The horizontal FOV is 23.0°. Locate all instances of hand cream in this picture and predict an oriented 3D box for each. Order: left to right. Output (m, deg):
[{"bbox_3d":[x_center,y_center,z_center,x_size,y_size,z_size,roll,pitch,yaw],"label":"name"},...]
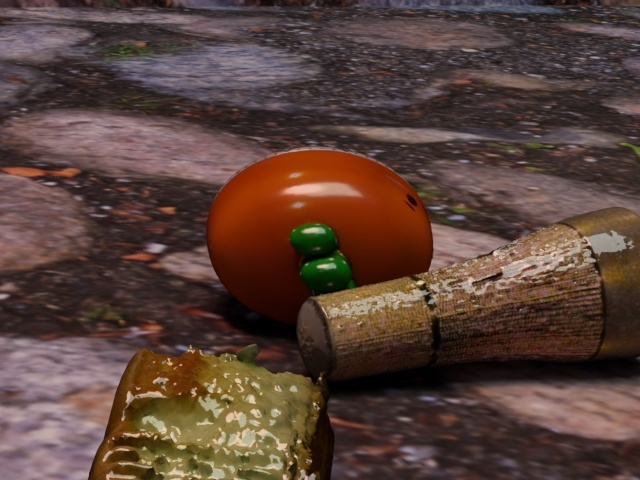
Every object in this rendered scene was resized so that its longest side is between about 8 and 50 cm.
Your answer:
[{"bbox_3d":[0.083,0.038,0.832,0.203,0.084,0.084,-11,19,-20],"label":"hand cream"}]

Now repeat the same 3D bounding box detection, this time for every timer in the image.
[{"bbox_3d":[0.000,0.000,0.889,0.136,0.099,0.136,-9,11,2],"label":"timer"}]

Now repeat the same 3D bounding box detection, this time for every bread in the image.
[{"bbox_3d":[-0.034,0.097,0.472,0.069,0.128,0.140,9,16,3],"label":"bread"}]
